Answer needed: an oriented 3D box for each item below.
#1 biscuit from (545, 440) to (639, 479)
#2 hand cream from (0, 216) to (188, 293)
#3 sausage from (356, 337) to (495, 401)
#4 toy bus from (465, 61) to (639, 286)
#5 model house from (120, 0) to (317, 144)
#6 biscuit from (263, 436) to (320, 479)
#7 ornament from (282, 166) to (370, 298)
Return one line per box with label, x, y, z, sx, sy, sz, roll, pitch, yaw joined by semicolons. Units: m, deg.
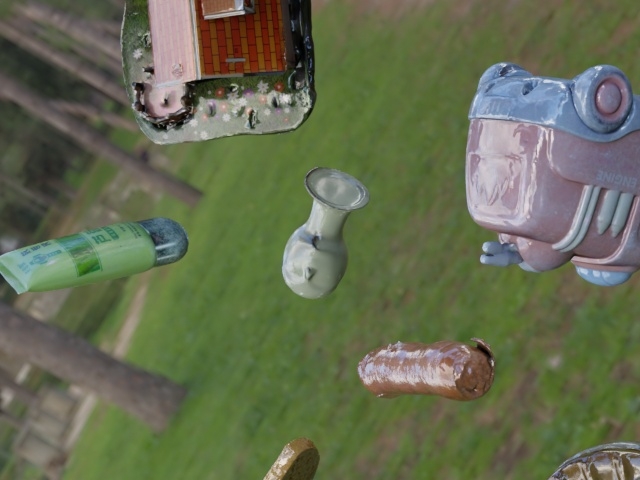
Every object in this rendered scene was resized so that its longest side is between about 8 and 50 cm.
biscuit;0.467;0.458;2.408;0.332;0.332;0.103;-56;-7;21
hand cream;-0.210;0.013;1.475;0.095;0.175;0.046;34;130;56
sausage;0.155;0.199;2.457;0.419;0.094;0.094;164;102;-72
toy bus;0.295;-0.069;1.782;0.197;0.294;0.232;12;91;57
model house;-0.127;-0.244;1.537;0.154;0.207;0.294;-7;-88;-73
biscuit;-0.054;0.327;2.057;0.142;0.029;0.221;-40;-24;-39
ornament;0.000;0.000;1.722;0.081;0.074;0.156;-71;0;-47
